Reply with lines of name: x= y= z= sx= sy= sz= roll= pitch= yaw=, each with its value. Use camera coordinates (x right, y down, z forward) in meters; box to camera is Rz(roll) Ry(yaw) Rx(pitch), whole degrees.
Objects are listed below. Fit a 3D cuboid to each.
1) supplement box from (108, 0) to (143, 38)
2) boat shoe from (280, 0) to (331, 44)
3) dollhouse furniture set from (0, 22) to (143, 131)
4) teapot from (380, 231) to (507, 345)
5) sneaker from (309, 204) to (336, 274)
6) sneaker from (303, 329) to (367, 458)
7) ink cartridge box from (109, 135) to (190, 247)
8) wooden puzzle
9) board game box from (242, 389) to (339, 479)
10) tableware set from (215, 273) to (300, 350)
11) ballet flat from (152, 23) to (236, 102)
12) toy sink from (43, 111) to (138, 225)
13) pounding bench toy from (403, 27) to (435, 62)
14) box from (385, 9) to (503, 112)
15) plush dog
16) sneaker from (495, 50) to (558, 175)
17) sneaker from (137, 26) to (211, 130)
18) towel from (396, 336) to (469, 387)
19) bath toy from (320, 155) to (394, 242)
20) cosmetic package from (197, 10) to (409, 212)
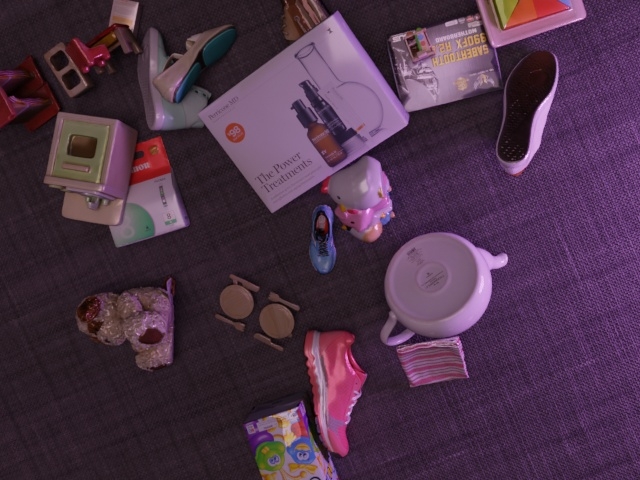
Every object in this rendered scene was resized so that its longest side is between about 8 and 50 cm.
supplement box: x=-0.457 y=-0.512 z=1.975 sx=0.062 sy=0.036 sz=0.098 roll=14 pitch=98 yaw=5
boat shoe: x=-0.033 y=-0.486 z=1.891 sx=0.120 sy=0.122 sz=0.324 roll=-40 pitch=91 yaw=14
dollhouse furniture set: x=-0.617 y=-0.390 z=1.899 sx=0.374 sy=0.201 sz=0.152 roll=-30 pitch=93 yaw=18
teapot: x=0.270 y=0.118 z=1.899 sx=0.256 sy=0.187 sz=0.252 roll=3 pitch=68 yaw=23
sneaker: x=0.000 y=0.000 z=1.964 sx=0.063 sy=0.073 sz=0.162 roll=-3 pitch=96 yaw=6
sneaker: x=0.048 y=0.358 z=1.979 sx=0.136 sy=0.116 sz=0.314 roll=-10 pitch=95 yaw=6
ink cartridge box: x=-0.431 y=-0.115 z=2.011 sx=0.181 sy=0.056 sz=0.225 roll=-17 pitch=96 yaw=8
wooden puzzle: x=0.447 y=-0.558 z=1.837 sx=0.238 sy=0.044 sz=0.221 roll=-19 pitch=94 yaw=-7
board game box: x=-0.061 y=0.519 z=1.995 sx=0.144 sy=0.142 sz=0.275 roll=-19 pitch=94 yaw=8
tableware set: x=-0.147 y=0.165 z=2.018 sx=0.194 sy=0.039 sz=0.128 roll=25 pitch=110 yaw=9
ballet flat: x=-0.289 y=-0.414 z=1.905 sx=0.086 sy=0.086 sz=0.248 roll=36 pitch=64 yaw=1
toy sink: x=-0.534 y=-0.163 z=1.949 sx=0.153 sy=0.131 sz=0.234 roll=10 pitch=86 yaw=11
pounding bench toy: x=0.213 y=-0.426 z=1.829 sx=0.052 sy=0.083 sz=0.065 roll=-22 pitch=94 yaw=9
box: x=0.277 y=-0.399 z=1.897 sx=0.231 sy=0.056 sz=0.183 roll=-12 pitch=94 yaw=8
plush dog: x=-0.461 y=0.177 z=1.982 sx=0.225 sy=0.262 sz=0.211 roll=1 pitch=63 yaw=-3
sneaker: x=0.453 y=-0.280 z=1.882 sx=0.106 sy=0.123 sz=0.290 roll=18 pitch=77 yaw=19
sneaker: x=-0.337 y=-0.370 z=1.968 sx=0.151 sy=0.094 sz=0.256 roll=-1 pitch=72 yaw=-31
towel: x=0.258 y=0.283 z=1.926 sx=0.144 sy=0.197 sz=0.029 roll=-11 pitch=53 yaw=10
bath toy: x=0.084 y=-0.082 z=1.809 sx=0.129 sy=0.348 sz=0.151 roll=-6 pitch=80 yaw=8
cosmetic package: x=-0.037 y=-0.278 z=1.869 sx=0.377 sy=0.097 sz=0.284 roll=-33 pitch=102 yaw=19
